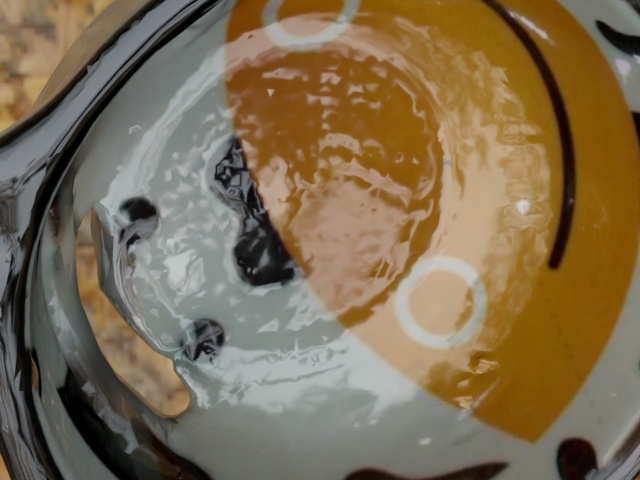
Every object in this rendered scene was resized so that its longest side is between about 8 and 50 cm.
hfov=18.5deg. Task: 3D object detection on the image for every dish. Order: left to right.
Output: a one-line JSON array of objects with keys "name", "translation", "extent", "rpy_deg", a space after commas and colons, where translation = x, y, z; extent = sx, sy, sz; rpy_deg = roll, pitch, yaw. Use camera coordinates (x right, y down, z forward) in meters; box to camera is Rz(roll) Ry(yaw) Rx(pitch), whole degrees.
[{"name": "dish", "translation": [0.000, 0.000, 0.697], "extent": [0.303, 0.120, 0.303], "rpy_deg": [-9, 116, -18]}]
